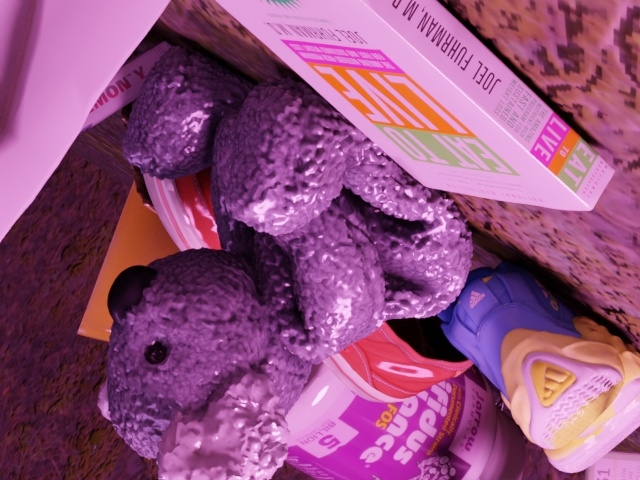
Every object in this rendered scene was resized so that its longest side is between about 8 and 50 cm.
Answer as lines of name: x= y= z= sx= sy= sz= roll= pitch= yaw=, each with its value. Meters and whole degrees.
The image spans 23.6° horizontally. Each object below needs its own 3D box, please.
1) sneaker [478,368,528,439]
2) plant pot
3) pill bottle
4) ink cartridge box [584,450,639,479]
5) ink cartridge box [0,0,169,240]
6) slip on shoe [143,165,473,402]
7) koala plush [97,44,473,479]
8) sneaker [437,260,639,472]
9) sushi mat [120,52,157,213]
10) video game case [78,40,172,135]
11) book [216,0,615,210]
sneaker: x=0.149 y=0.149 z=1.663 sx=0.130 sy=0.109 sz=0.286 roll=20 pitch=178 yaw=42
plant pot: x=-0.134 y=0.026 z=1.629 sx=0.187 sy=0.212 sz=0.212 roll=21 pitch=177 yaw=-7
pill bottle: x=0.053 y=0.151 z=1.375 sx=0.301 sy=0.169 sz=0.169 roll=36 pitch=175 yaw=-39
ink cartridge box: x=0.234 y=0.212 z=1.293 sx=0.235 sy=0.056 sz=0.171 roll=3 pitch=166 yaw=18
ink cartridge box: x=-0.184 y=-0.088 z=0.469 sx=0.129 sy=0.223 sz=0.307 roll=37 pitch=174 yaw=-34
slip on shoe: x=0.000 y=0.000 z=1.044 sx=0.101 sy=0.123 sz=0.331 roll=-17 pitch=134 yaw=34
koala plush: x=-0.040 y=0.039 z=0.867 sx=0.203 sy=0.221 sz=0.196 roll=35 pitch=175 yaw=-31
sneaker: x=0.144 y=0.069 z=0.955 sx=0.126 sy=0.091 sz=0.240 roll=51 pitch=-177 yaw=20
sushi mat: x=-0.041 y=-0.015 z=1.143 sx=0.316 sy=0.019 sz=0.151 roll=37 pitch=-150 yaw=-46
video game case: x=-0.201 y=-0.049 z=0.951 sx=0.201 sy=0.183 sz=0.023 roll=-19 pitch=106 yaw=52
book: x=0.028 y=-0.064 z=0.536 sx=0.144 sy=0.035 sz=0.096 roll=37 pitch=170 yaw=-33
